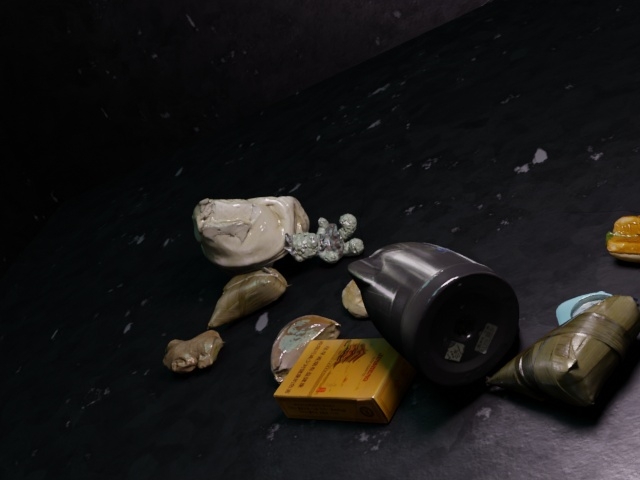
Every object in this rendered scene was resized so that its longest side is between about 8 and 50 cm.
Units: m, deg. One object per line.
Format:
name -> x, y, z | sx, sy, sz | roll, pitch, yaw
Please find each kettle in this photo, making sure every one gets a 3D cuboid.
kettle -> 0.232, 0.119, 1.620 | 0.324, 0.320, 0.228 | 36, 110, 59

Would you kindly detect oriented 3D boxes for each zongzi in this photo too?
zongzi -> 0.431, 0.192, 1.456 | 0.221, 0.112, 0.242 | -39, 9, -25
zongzi -> -0.200, 0.161, 2.212 | 0.194, 0.099, 0.197 | -18, 24, 39

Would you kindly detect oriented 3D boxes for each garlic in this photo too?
garlic -> -0.053, 0.241, 1.923 | 0.195, 0.087, 0.101 | -37, 38, -21

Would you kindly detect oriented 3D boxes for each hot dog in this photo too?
hot dog -> 0.663, 0.003, 1.586 | 0.250, 0.076, 0.104 | -1, 57, 53

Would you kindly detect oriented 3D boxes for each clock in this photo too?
clock -> 0.514, 0.140, 1.519 | 0.147, 0.045, 0.108 | -21, 27, 18

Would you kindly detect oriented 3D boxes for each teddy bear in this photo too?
teddy bear -> 0.009, 0.007, 2.257 | 0.213, 0.111, 0.133 | -10, 65, 2

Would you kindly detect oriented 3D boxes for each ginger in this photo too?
ginger -> -0.349, 0.297, 2.159 | 0.213, 0.074, 0.137 | -9, 23, 32

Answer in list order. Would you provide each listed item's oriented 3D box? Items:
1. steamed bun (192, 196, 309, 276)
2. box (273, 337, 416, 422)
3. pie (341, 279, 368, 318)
steamed bun -> -0.214, -0.004, 2.378 | 0.346, 0.238, 0.394 | -3, 1, 41
box -> 0.055, 0.289, 1.716 | 0.274, 0.076, 0.174 | -8, 34, 41
pie -> 0.158, 0.106, 1.979 | 0.218, 0.052, 0.185 | -42, 32, -19
